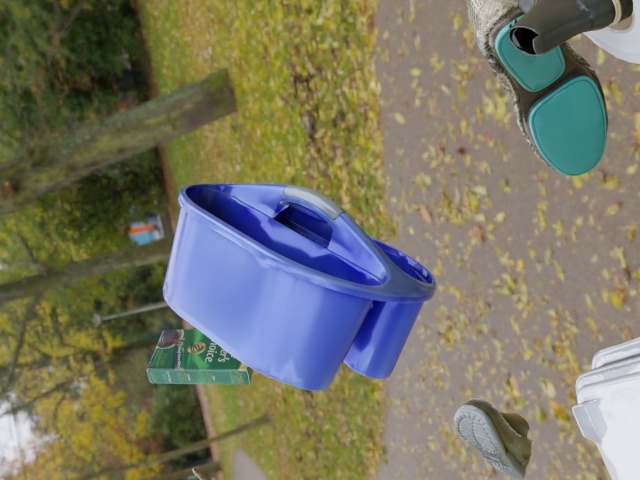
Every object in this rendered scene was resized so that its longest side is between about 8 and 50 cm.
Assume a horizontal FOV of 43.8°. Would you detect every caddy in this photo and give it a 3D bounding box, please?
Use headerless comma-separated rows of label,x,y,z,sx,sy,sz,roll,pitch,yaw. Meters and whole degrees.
caddy,-0.028,0.027,0.938,0.341,0.241,0.179,29,108,37

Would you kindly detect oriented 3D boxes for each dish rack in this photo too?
dish rack,0.382,0.264,0.819,0.285,0.072,0.332,121,129,-70

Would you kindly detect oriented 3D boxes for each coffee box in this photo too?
coffee box,-0.209,0.209,1.444,0.113,0.184,0.040,-77,-15,-55

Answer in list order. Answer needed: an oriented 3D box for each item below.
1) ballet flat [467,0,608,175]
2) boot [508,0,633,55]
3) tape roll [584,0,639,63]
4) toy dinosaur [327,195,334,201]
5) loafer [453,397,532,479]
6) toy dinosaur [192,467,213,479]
ballet flat,0.391,-0.306,1.434,0.483,0.164,0.182,40,-157,-47
boot,0.271,-0.285,1.002,0.077,0.137,0.198,65,170,-21
tape roll,0.503,-0.435,1.331,0.286,0.100,0.286,49,179,1
toy dinosaur,0.000,0.000,1.213,0.092,0.053,0.183,47,159,41
loafer,0.311,0.334,1.405,0.094,0.087,0.251,16,154,39
toy dinosaur,-0.096,0.314,0.870,0.064,0.112,0.211,49,135,33
